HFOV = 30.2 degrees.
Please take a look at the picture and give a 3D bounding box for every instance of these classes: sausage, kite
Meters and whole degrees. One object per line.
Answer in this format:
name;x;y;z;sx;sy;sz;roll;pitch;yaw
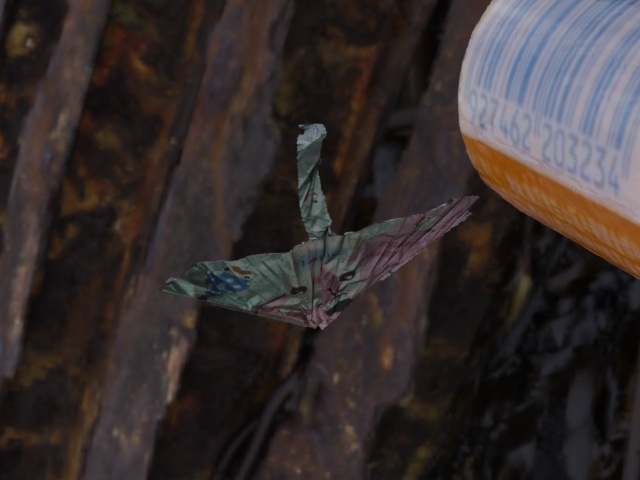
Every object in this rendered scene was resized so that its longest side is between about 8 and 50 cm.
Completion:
sausage;0.141;-0.002;0.260;0.312;0.093;0.093;42;114;62
kite;0.000;0.000;0.480;0.156;0.139;0.011;85;165;-60
